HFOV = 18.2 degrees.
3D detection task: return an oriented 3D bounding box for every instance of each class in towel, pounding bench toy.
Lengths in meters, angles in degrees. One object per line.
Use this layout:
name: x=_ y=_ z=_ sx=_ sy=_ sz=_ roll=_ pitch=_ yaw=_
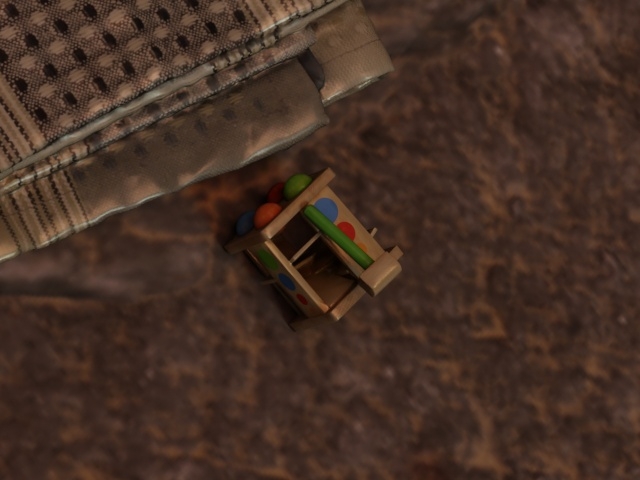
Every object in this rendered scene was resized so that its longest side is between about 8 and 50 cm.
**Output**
towel: x=-0.139 y=-0.164 z=0.962 sx=0.312 sy=0.056 sz=0.324 roll=-28 pitch=93 yaw=-25
pounding bench toy: x=0.000 y=0.000 z=0.980 sx=0.052 sy=0.083 sz=0.065 roll=-44 pitch=100 yaw=-23
